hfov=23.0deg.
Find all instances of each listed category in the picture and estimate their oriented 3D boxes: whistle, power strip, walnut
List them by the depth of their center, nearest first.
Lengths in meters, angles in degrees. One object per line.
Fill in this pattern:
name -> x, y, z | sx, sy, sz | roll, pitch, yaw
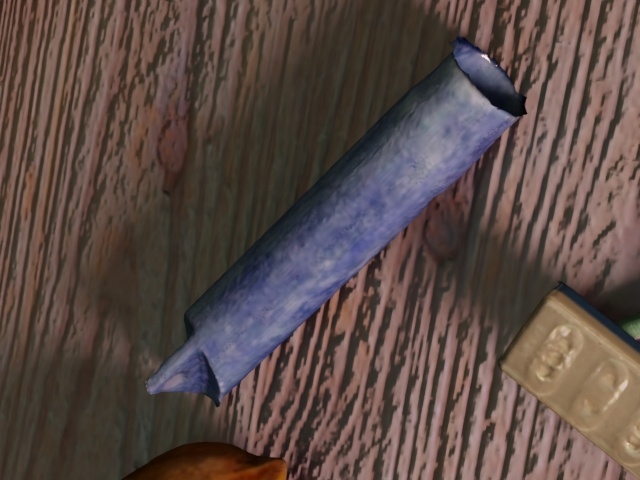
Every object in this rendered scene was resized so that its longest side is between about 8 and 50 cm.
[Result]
power strip -> 0.160, 0.083, 0.859 | 0.123, 0.032, 0.056 | 39, 119, 15
whistle -> 0.000, 0.000, 0.968 | 0.304, 0.062, 0.062 | -44, 67, 27
walnut -> -0.094, 0.200, 1.012 | 0.207, 0.116, 0.116 | -42, 68, 19

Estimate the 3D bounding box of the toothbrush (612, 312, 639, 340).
toothbrush -> 0.228, 0.020, 0.837 | 0.257, 0.018, 0.024 | -26, 82, 31
